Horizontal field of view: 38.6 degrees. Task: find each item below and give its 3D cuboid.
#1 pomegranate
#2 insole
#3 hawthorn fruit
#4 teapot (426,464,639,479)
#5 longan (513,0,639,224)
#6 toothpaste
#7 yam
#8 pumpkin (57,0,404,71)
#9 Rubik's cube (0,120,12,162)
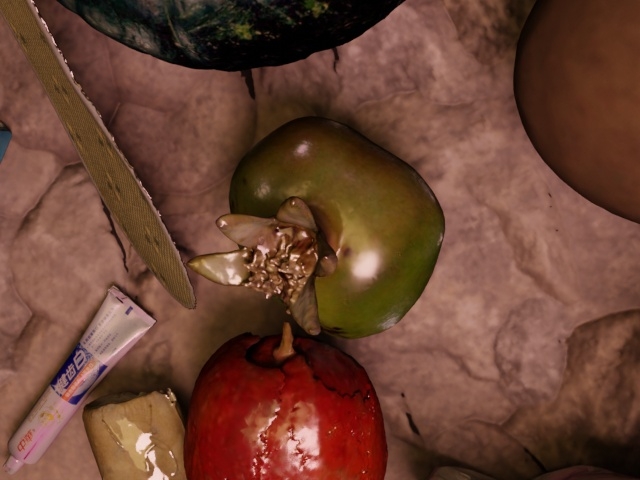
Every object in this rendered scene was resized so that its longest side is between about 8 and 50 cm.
[{"bbox_3d":[0.000,0.000,0.592,0.152,0.191,0.131,35,113,4],"label":"pomegranate"},{"bbox_3d":[-0.166,-0.084,0.624,0.007,0.109,0.322,-37,115,-24],"label":"insole"},{"bbox_3d":[-0.025,0.123,0.620,0.148,0.148,0.172,-2,122,7],"label":"hawthorn fruit"},{"bbox_3d":[0.163,0.234,0.606,0.221,0.178,0.163,-4,96,1],"label":"teapot"},{"bbox_3d":[0.236,-0.121,0.542,0.248,0.248,0.248,1,96,6],"label":"longan"},{"bbox_3d":[-0.193,0.113,0.706,0.045,0.028,0.170,39,97,8],"label":"toothpaste"},{"bbox_3d":[-0.081,0.284,0.685,0.083,0.083,0.372,-19,95,8],"label":"yam"},{"bbox_3d":[-0.050,-0.259,0.554,0.315,0.238,0.315,7,112,16],"label":"pumpkin"},{"bbox_3d":[-0.340,-0.047,0.642,0.154,0.155,0.151,26,98,3],"label":"Rubik's cube"}]
